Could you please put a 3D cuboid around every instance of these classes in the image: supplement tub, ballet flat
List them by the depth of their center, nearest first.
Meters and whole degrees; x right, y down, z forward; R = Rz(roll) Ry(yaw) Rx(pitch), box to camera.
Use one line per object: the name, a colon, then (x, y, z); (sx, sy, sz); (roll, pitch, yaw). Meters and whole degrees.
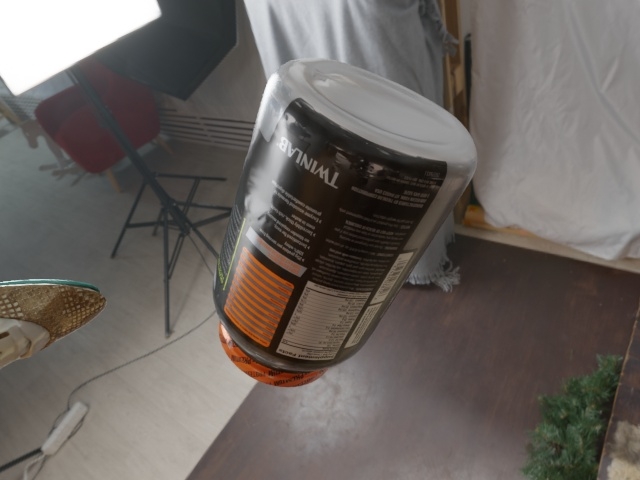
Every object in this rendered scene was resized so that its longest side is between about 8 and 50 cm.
ballet flat: (-0.263, 0.069, 0.293); (0.206, 0.073, 0.067); (-1, 48, -26)
supplement tub: (0.000, 0.000, 0.473); (0.207, 0.337, 0.207); (16, 36, -12)
